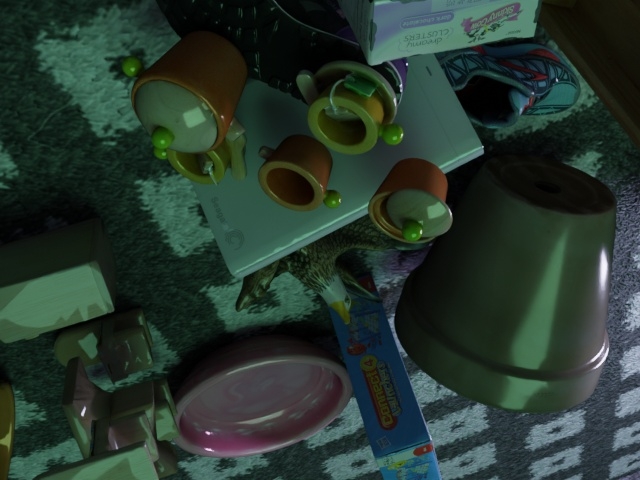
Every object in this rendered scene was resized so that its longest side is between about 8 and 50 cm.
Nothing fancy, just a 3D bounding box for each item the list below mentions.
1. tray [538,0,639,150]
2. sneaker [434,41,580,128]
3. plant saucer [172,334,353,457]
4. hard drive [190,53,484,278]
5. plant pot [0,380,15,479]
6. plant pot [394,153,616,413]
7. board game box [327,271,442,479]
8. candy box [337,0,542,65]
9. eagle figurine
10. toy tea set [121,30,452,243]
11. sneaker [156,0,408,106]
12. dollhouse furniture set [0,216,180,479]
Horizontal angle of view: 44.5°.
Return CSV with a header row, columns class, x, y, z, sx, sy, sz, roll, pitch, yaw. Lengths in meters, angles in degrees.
class,x,y,z,sx,sy,sz,roll,pitch,yaw
tray,0.367,-0.200,0.766,0.076,0.411,0.203,1,137,-26
sneaker,0.221,-0.176,0.963,0.261,0.125,0.104,3,137,-26
plant saucer,-0.110,0.271,1.389,0.332,0.084,0.332,-12,142,-10
hard drive,-0.001,-0.116,0.883,0.307,0.203,0.040,-27,166,8
plant pot,-0.585,0.338,1.132,0.203,0.291,0.291,9,136,-7
plant pot,0.291,0.040,1.141,0.323,0.323,0.281,-3,123,-21
board game box,0.110,0.264,1.295,0.086,0.308,0.302,-19,141,1
candy box,0.095,-0.264,0.746,0.164,0.196,0.070,-12,141,-11
eagle figurine,0.003,0.011,1.082,0.226,0.225,0.298,4,-166,35
toy tea set,-0.035,-0.076,0.752,0.335,0.124,0.200,15,144,15
sneaker,-0.039,-0.224,0.800,0.283,0.124,0.107,32,126,-8
dollhouse furniture set,-0.348,0.207,1.008,0.256,0.362,0.394,-16,114,-7
